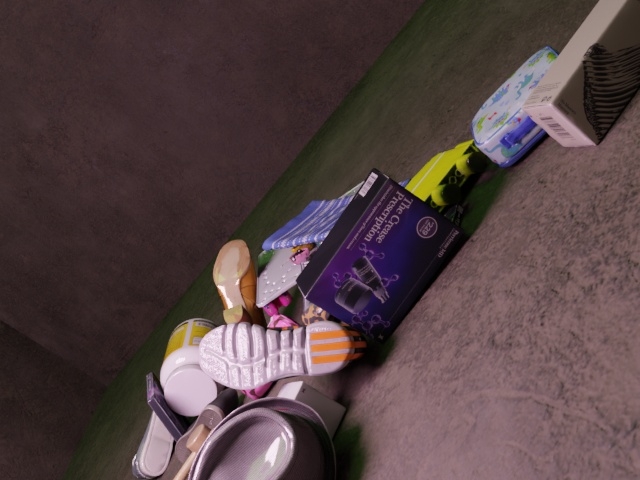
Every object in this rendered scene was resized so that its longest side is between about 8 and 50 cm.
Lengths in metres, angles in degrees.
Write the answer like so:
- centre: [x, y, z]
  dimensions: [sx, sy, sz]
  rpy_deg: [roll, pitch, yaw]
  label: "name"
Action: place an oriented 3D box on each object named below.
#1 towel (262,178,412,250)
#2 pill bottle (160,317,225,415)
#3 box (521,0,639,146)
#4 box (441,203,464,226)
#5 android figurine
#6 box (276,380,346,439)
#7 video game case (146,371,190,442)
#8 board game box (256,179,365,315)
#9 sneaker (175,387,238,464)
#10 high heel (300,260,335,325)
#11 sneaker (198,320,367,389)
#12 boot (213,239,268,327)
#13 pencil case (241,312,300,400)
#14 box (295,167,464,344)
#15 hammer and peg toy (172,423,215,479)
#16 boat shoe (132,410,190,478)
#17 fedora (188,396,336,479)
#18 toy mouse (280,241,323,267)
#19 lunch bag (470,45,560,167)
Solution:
- centre: [0.036, -0.060, 1.621]
  dimensions: [0.336, 0.040, 0.243]
  rpy_deg: [-12, 20, 44]
  label: "towel"
- centre: [-0.365, 0.368, 1.971]
  dimensions: [0.188, 0.188, 0.334]
  rpy_deg: [-51, 13, 8]
  label: "pill bottle"
- centre: [0.458, -0.289, 1.089]
  dimensions: [0.275, 0.113, 0.094]
  rpy_deg: [-55, 14, -2]
  label: "box"
- centre: [0.245, -0.026, 1.319]
  dimensions: [0.067, 0.018, 0.083]
  rpy_deg: [-37, 21, 46]
  label: "box"
- centre: [0.246, -0.116, 1.426]
  dimensions: [0.248, 0.056, 0.273]
  rpy_deg: [-51, 9, -11]
  label: "android figurine"
- centre: [-0.031, 0.317, 1.197]
  dimensions: [0.087, 0.101, 0.102]
  rpy_deg: [-28, 30, 59]
  label: "box"
- centre: [-0.413, 0.475, 1.859]
  dimensions: [0.026, 0.196, 0.274]
  rpy_deg: [-34, 11, -10]
  label: "video game case"
- centre: [0.009, 0.005, 1.741]
  dimensions: [0.390, 0.050, 0.390]
  rpy_deg: [-34, 17, 6]
  label: "board game box"
- centre: [-0.278, 0.473, 1.708]
  dimensions: [0.222, 0.083, 0.118]
  rpy_deg: [-53, -6, 27]
  label: "sneaker"
- centre: [0.071, 0.127, 1.470]
  dimensions: [0.261, 0.093, 0.186]
  rpy_deg: [-8, 84, 35]
  label: "high heel"
- centre: [-0.061, 0.219, 1.293]
  dimensions: [0.180, 0.321, 0.124]
  rpy_deg: [24, -116, -67]
  label: "sneaker"
- centre: [-0.198, 0.164, 1.794]
  dimensions: [0.104, 0.211, 0.295]
  rpy_deg: [-14, 50, 8]
  label: "boot"
- centre: [-0.126, 0.274, 1.616]
  dimensions: [0.209, 0.098, 0.095]
  rpy_deg: [-55, 3, -8]
  label: "pencil case"
- centre: [0.107, 0.030, 1.246]
  dimensions: [0.261, 0.184, 0.103]
  rpy_deg: [-56, 21, 7]
  label: "box"
- centre: [-0.203, 0.493, 1.278]
  dimensions: [0.266, 0.127, 0.361]
  rpy_deg: [-58, 15, -13]
  label: "hammer and peg toy"
- centre: [-0.474, 0.559, 2.013]
  dimensions: [0.099, 0.116, 0.319]
  rpy_deg: [-37, 26, 37]
  label: "boat shoe"
- centre: [-0.110, 0.363, 1.047]
  dimensions: [0.275, 0.124, 0.243]
  rpy_deg: [-39, 58, -2]
  label: "fedora"
- centre: [-0.021, 0.018, 1.616]
  dimensions: [0.161, 0.031, 0.143]
  rpy_deg: [-43, 17, -26]
  label: "toy mouse"
- centre: [0.383, -0.246, 1.264]
  dimensions: [0.219, 0.090, 0.176]
  rpy_deg: [-47, 14, 23]
  label: "lunch bag"
